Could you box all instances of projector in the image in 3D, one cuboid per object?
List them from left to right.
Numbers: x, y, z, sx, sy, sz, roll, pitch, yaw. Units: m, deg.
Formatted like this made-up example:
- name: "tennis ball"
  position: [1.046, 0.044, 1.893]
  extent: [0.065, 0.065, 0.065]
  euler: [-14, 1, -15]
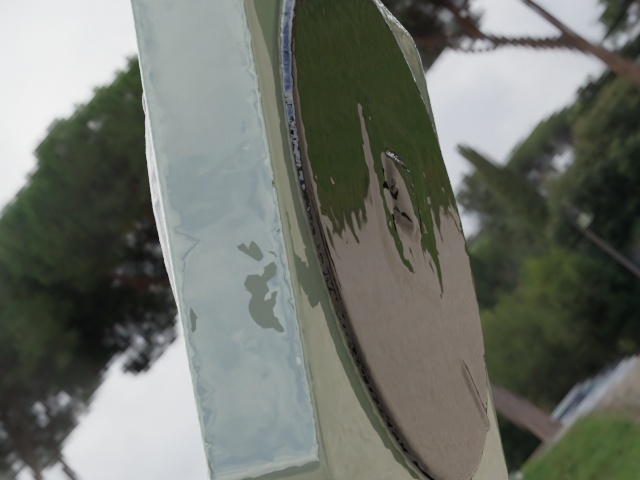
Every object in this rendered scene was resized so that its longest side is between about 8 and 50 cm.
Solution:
- name: "projector"
  position: [0.000, 0.000, 0.691]
  extent: [0.079, 0.259, 0.257]
  euler: [-16, -18, 17]
